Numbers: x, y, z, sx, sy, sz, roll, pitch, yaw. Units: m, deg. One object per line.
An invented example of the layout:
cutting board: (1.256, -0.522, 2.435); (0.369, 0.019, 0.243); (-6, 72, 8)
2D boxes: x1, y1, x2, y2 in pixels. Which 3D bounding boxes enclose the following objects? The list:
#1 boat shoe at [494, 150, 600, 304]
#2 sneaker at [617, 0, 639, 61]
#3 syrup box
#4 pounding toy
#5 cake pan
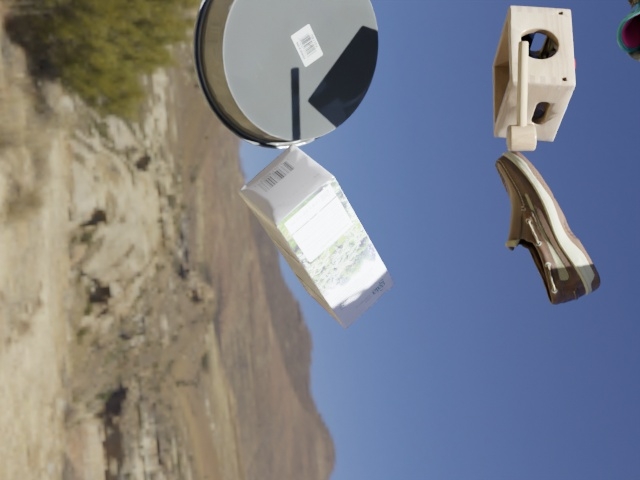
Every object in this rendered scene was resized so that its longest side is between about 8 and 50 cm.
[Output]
boat shoe: (0.327, -0.019, 1.517); (0.257, 0.095, 0.095); (62, 0, 19)
sneaker: (0.496, -0.364, 1.482); (0.295, 0.178, 0.124); (46, -30, 28)
syrup box: (0.000, 0.000, 1.250); (0.096, 0.093, 0.237); (41, -11, 42)
pounding toy: (0.284, -0.198, 1.262); (0.181, 0.094, 0.206); (93, 1, -62)
cake pan: (-0.035, -0.269, 1.362); (0.054, 0.293, 0.293); (23, -60, 54)
